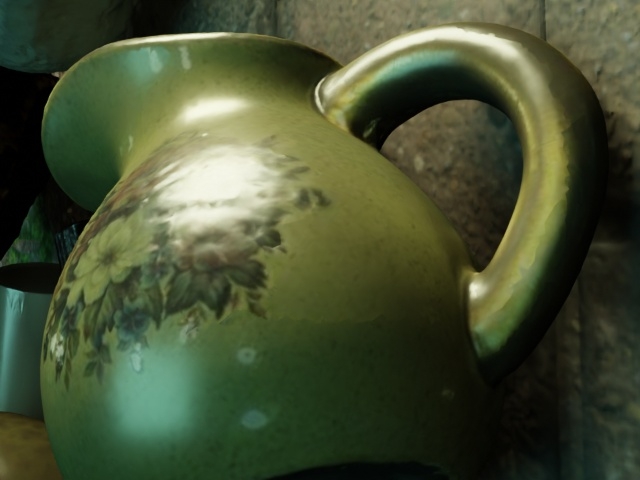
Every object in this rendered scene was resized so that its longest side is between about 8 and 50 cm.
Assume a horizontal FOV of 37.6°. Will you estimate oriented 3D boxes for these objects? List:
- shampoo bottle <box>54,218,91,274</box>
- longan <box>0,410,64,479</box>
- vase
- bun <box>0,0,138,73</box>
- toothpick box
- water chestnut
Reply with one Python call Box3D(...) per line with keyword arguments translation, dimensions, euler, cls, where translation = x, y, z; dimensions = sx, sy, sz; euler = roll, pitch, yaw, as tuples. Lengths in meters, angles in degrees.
Box3D(translation=(-0.177, 0.113, 0.826), dimensions=(0.104, 0.104, 0.278), euler=(-39, 63, 47), cls="shampoo bottle")
Box3D(translation=(-0.297, 0.244, 0.842), dimensions=(0.213, 0.198, 0.197), euler=(3, 95, 35), cls="longan")
Box3D(translation=(0.000, 0.000, 0.522), dimensions=(0.329, 0.241, 0.302), euler=(-29, 53, 21), cls="vase")
Box3D(translation=(-0.237, -0.320, 0.796), dimensions=(0.354, 0.194, 0.354), euler=(13, 106, 51), cls="bun")
Box3D(translation=(-0.292, 0.124, 0.974), dimensions=(0.111, 0.111, 0.180), euler=(25, 112, 49), cls="toothpick box")
Box3D(translation=(-0.408, -0.098, 0.941), dimensions=(0.300, 0.300, 0.299), euler=(6, 98, 53), cls="water chestnut")
